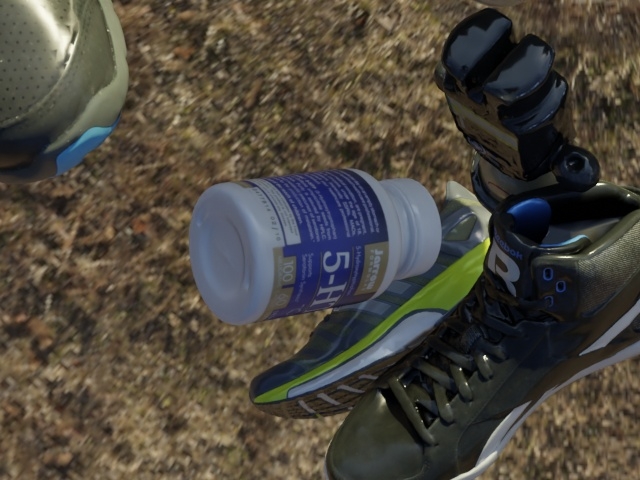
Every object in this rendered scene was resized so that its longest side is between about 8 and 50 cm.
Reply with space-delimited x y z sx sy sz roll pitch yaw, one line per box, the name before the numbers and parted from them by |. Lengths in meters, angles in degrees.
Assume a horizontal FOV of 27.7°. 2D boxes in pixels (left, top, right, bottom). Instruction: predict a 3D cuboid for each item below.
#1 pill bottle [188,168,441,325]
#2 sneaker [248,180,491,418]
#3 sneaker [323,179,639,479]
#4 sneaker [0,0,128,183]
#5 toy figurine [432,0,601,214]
pill bottle | 0.000 0.000 1.043 0.112 0.187 0.112 19 113 53
sneaker | 0.056 0.062 1.219 0.300 0.111 0.121 -34 64 2
sneaker | 0.080 0.042 0.648 0.217 0.079 0.121 -34 141 -5
sneaker | -0.223 -0.168 0.625 0.125 0.139 0.341 -40 75 1
toy figurine | 0.156 -0.124 0.647 0.210 0.148 0.213 -10 64 12
